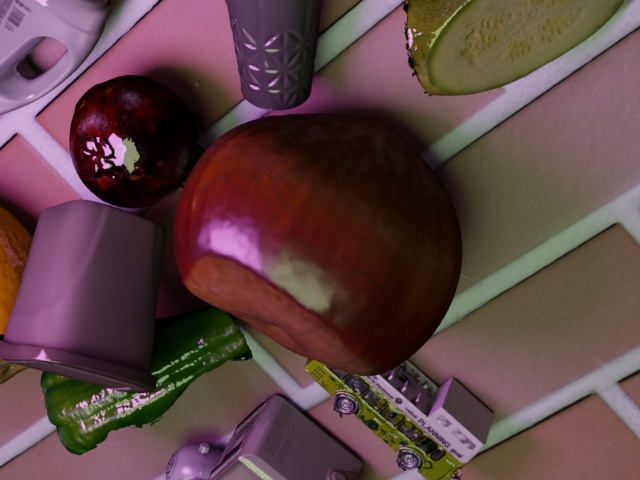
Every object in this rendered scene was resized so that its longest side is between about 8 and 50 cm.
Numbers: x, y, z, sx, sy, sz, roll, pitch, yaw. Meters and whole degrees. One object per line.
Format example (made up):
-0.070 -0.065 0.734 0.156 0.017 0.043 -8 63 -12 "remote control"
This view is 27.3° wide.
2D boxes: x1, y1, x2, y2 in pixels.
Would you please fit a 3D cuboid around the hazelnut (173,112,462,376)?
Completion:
0.000 0.000 1.861 0.409 0.359 0.359 37 126 0 "hazelnut"

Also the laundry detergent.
-0.495 -0.290 1.971 0.264 0.125 0.398 37 127 -6 "laundry detergent"

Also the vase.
-0.070 -0.329 1.782 0.251 0.156 0.301 37 144 34 "vase"

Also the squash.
0.254 -0.279 1.662 0.260 0.189 0.189 1 121 22 "squash"

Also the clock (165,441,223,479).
-0.229 0.466 2.346 0.189 0.189 0.254 26 111 3 "clock"

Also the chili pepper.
-0.288 0.198 2.138 0.385 0.213 0.167 -26 108 13 "chili pepper"

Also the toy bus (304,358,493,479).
0.126 0.252 2.101 0.301 0.113 0.139 41 122 -7 "toy bus"

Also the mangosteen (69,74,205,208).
-0.269 -0.147 1.934 0.210 0.210 0.210 9 124 14 "mangosteen"

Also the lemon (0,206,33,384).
-0.600 0.080 2.125 0.364 0.364 0.364 9 124 14 "lemon"

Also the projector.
-0.053 0.408 2.221 0.242 0.177 0.163 41 127 -9 "projector"

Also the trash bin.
-0.348 0.085 1.968 0.220 0.250 0.219 21 160 -37 "trash bin"
